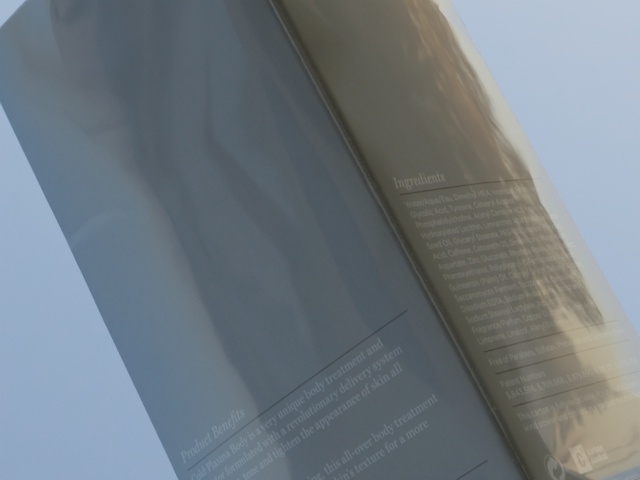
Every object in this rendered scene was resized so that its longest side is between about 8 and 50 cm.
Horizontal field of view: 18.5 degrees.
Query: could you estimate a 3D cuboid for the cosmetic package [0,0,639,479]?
[{"bbox_3d":[0.000,0.000,0.632,0.107,0.127,0.238,-4,-115,-50],"label":"cosmetic package"}]
